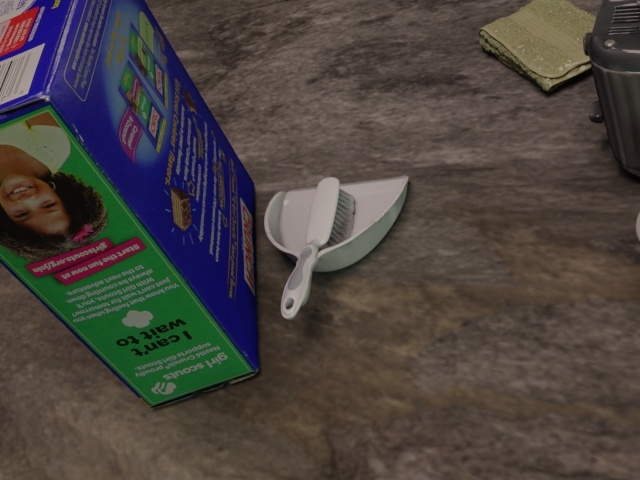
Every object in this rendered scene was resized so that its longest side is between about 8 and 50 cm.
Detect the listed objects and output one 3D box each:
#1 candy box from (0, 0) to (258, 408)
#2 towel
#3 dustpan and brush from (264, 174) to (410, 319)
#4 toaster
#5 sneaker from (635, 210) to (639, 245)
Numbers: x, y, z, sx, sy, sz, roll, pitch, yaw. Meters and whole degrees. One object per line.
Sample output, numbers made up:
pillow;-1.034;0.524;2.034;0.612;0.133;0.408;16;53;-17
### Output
candy box;-0.168;-0.056;0.605;0.122;0.317;0.268;-19;43;11
towel;0.253;-0.223;0.765;0.110;0.027;0.148;-29;44;-3
dustpan and brush;0.000;0.000;0.656;0.147;0.060;0.211;-5;48;22
toaster;0.333;-0.131;0.554;0.227;0.146;0.129;5;53;30
sneaker;0.331;-0.041;0.481;0.217;0.121;0.079;-37;48;19
